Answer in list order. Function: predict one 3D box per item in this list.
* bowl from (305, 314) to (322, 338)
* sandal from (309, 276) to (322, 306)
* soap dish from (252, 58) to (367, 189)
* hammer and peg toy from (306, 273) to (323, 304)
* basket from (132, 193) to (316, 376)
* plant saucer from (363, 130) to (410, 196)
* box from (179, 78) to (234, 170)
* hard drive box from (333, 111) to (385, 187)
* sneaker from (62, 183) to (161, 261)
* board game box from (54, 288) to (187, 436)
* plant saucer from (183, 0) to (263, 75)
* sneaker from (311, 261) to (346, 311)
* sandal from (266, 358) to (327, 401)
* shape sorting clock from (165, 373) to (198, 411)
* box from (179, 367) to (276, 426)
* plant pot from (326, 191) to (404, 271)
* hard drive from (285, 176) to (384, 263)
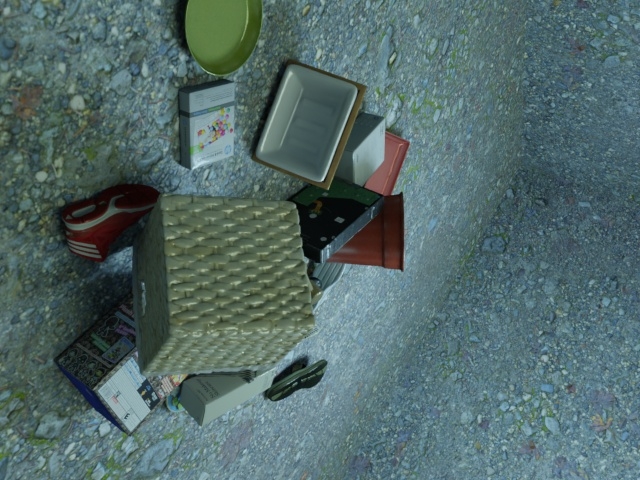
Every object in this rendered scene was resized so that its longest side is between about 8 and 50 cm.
[{"bbox_3d":[-0.083,0.285,2.033,0.170,0.170,0.080,-26,105,-50],"label":"bowl"},{"bbox_3d":[-0.176,0.268,1.905,0.446,0.107,0.167,-45,150,-10],"label":"sandal"},{"bbox_3d":[-0.027,-0.309,1.572,0.118,0.229,0.290,-6,118,-77],"label":"soap dish"},{"bbox_3d":[-0.169,0.177,1.693,0.361,0.127,0.265,-34,149,-21],"label":"hammer and peg toy"},{"bbox_3d":[-0.211,0.098,1.261,0.332,0.328,0.266,3,153,-29],"label":"basket"},{"bbox_3d":[0.234,-0.278,2.218,0.259,0.048,0.258,2,110,-59],"label":"plant saucer"},{"bbox_3d":[-0.265,-0.273,1.371,0.145,0.038,0.186,-31,138,-47],"label":"box"},{"bbox_3d":[0.128,-0.291,1.955,0.232,0.089,0.181,-51,149,-39],"label":"hard drive box"},{"bbox_3d":[-0.439,-0.036,1.234,0.221,0.087,0.128,-23,142,-42],"label":"sneaker"},{"bbox_3d":[-0.433,0.272,1.397,0.291,0.141,0.232,-47,147,-31],"label":"board game box"},{"bbox_3d":[-0.218,-0.487,1.283,0.241,0.037,0.240,-41,144,-39],"label":"plant saucer"},{"bbox_3d":[0.006,0.148,2.108,0.258,0.094,0.091,-54,177,13],"label":"sneaker"},{"bbox_3d":[-0.090,0.523,2.262,0.303,0.086,0.120,-13,130,-39],"label":"sandal"},{"bbox_3d":[-0.374,0.414,1.718,0.206,0.040,0.206,-39,142,-39],"label":"shape sorting clock"},{"bbox_3d":[-0.270,0.425,1.725,0.275,0.113,0.094,-21,138,-46],"label":"box"},{"bbox_3d":[0.145,-0.027,1.967,0.272,0.265,0.272,-1,90,-84],"label":"plant pot"},{"bbox_3d":[0.008,-0.077,1.785,0.339,0.237,0.064,-42,145,-39],"label":"hard drive"}]
